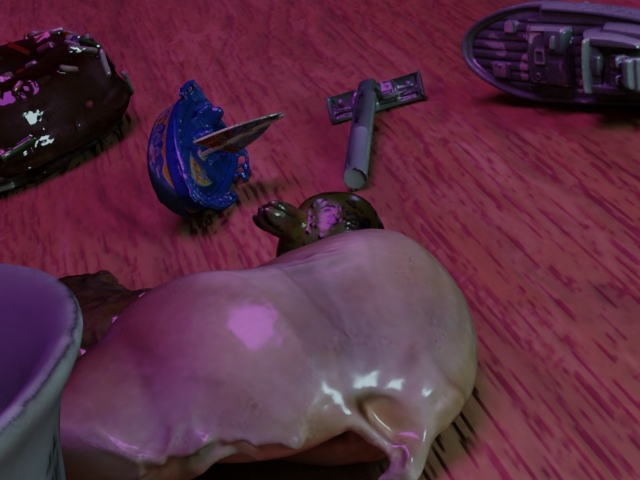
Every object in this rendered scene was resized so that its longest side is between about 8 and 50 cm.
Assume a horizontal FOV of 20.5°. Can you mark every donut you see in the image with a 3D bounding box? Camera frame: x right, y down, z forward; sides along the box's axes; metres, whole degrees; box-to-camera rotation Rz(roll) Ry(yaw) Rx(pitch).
[{"bbox_3d":[-0.312,-0.120,1.691,0.269,0.103,0.270,-15,20,6],"label":"donut"}]

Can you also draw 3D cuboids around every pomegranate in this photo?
[{"bbox_3d":[0.004,-0.002,1.077,0.073,0.085,0.073,-21,27,11],"label":"pomegranate"}]

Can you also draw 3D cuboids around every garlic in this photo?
[{"bbox_3d":[-0.024,0.056,0.911,0.228,0.110,0.217,0,22,44],"label":"garlic"}]

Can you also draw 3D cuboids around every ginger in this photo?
[{"bbox_3d":[-0.186,0.051,1.108,0.290,0.084,0.122,-1,32,43],"label":"ginger"}]

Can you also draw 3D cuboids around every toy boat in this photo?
[{"bbox_3d":[0.187,-0.135,1.290,0.085,0.078,0.260,-12,15,-32],"label":"toy boat"},{"bbox_3d":[-0.076,-0.074,1.347,0.110,0.091,0.175,-30,19,18],"label":"toy boat"}]

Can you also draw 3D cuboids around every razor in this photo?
[{"bbox_3d":[0.034,-0.089,1.374,0.084,0.036,0.211,-17,18,12],"label":"razor"}]

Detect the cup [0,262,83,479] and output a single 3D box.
[{"bbox_3d":[-0.238,0.156,0.735,0.347,0.163,0.347,-16,19,6],"label":"cup"}]
